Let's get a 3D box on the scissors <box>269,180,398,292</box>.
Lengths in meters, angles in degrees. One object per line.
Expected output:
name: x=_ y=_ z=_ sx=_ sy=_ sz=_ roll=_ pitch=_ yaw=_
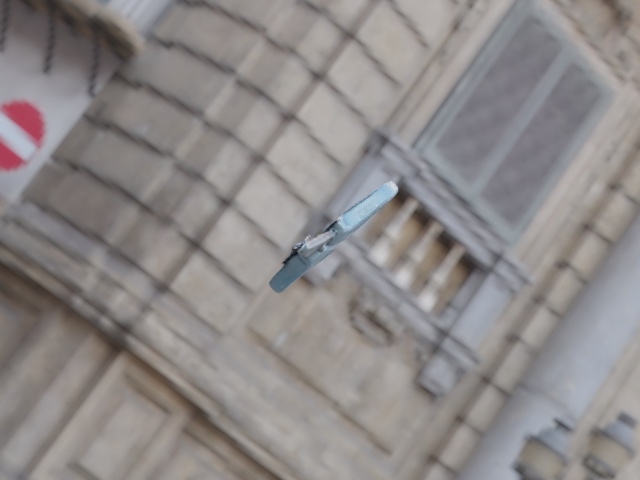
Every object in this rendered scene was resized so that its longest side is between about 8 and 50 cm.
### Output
scissors: x=-0.001 y=-0.001 z=1.863 sx=0.029 sy=0.191 sz=0.360 roll=51 pitch=7 yaw=4
